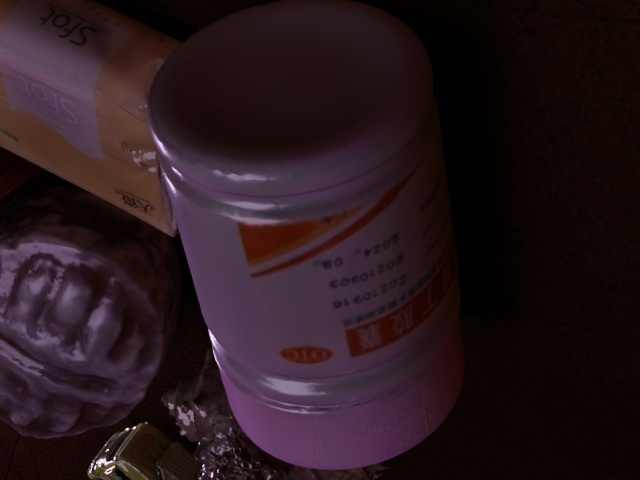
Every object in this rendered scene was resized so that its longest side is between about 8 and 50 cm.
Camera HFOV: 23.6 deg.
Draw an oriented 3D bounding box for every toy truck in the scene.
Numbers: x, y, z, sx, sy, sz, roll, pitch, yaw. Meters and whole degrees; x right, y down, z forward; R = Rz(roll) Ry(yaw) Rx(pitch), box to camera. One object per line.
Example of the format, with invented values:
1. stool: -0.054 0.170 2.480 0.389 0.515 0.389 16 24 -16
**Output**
1. toy truck: -0.170 0.298 1.795 0.191 0.085 0.116 45 139 -9

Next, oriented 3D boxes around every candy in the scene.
1. candy: -0.254 0.072 1.531 0.214 0.157 0.289 24 132 -8

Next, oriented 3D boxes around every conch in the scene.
1. conch: -0.045 0.202 1.529 0.245 0.162 0.178 12 173 15

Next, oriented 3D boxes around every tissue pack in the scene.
1. tissue pack: -0.198 -0.121 1.326 0.222 0.090 0.186 29 147 22

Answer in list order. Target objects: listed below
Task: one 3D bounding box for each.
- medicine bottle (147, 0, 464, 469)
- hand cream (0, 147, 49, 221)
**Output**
1. medicine bottle: 0.000 0.000 1.143 0.202 0.202 0.315 22 143 30
2. hand cream: -0.390 -0.053 1.496 0.149 0.230 0.230 47 148 -1
